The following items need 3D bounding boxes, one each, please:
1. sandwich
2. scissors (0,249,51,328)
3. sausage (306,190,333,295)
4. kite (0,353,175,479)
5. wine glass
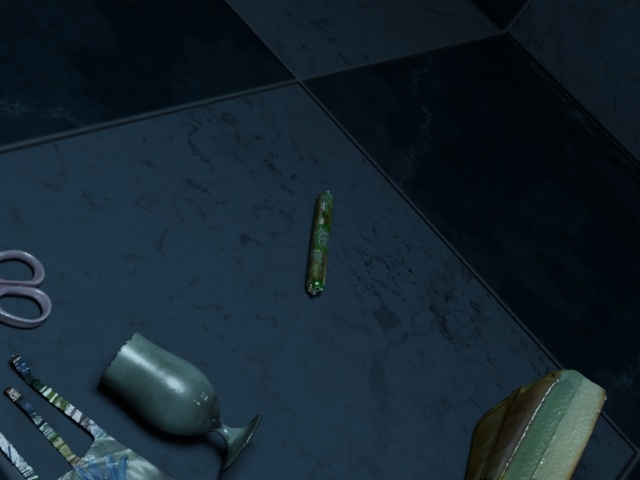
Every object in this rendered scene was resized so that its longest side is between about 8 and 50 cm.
[{"bbox_3d":[0.320,0.316,1.326,0.108,0.220,0.186,34,38,-8],"label":"sandwich"},{"bbox_3d":[-0.461,0.057,1.114,0.242,0.030,0.118,6,48,-40],"label":"scissors"},{"bbox_3d":[-0.001,0.000,1.540,0.033,0.033,0.269,25,40,-16],"label":"sausage"},{"bbox_3d":[-0.291,0.273,1.045,0.310,0.015,0.169,40,39,0],"label":"kite"},{"bbox_3d":[-0.182,0.204,1.140,0.202,0.093,0.093,36,38,-5],"label":"wine glass"}]
